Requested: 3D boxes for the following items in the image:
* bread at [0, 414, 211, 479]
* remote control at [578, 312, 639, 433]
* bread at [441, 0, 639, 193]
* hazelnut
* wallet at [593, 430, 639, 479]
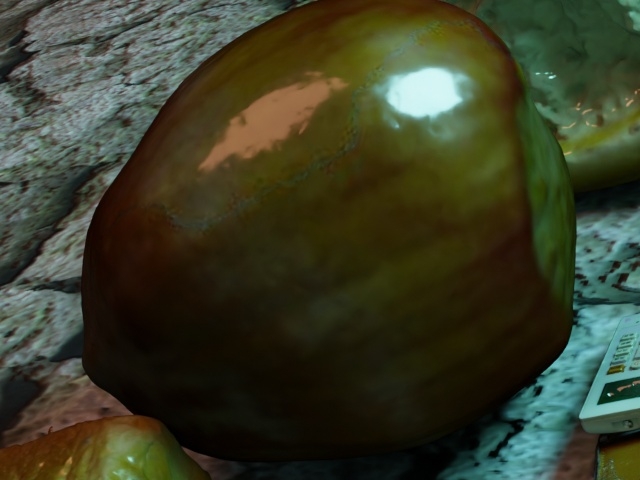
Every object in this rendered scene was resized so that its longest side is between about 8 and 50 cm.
[{"bbox_3d":[-0.169,0.266,1.006,0.195,0.149,0.344,-19,31,23],"label":"bread"},{"bbox_3d":[0.223,0.083,1.096,0.065,0.029,0.166,-14,17,27],"label":"remote control"},{"bbox_3d":[0.202,-0.221,1.359,0.424,0.329,0.245,-11,30,38],"label":"bread"},{"bbox_3d":[0.009,-0.003,1.144,0.365,0.366,0.366,-20,28,11],"label":"hazelnut"},{"bbox_3d":[0.254,0.126,0.969,0.195,0.042,0.161,-20,9,13],"label":"wallet"}]
